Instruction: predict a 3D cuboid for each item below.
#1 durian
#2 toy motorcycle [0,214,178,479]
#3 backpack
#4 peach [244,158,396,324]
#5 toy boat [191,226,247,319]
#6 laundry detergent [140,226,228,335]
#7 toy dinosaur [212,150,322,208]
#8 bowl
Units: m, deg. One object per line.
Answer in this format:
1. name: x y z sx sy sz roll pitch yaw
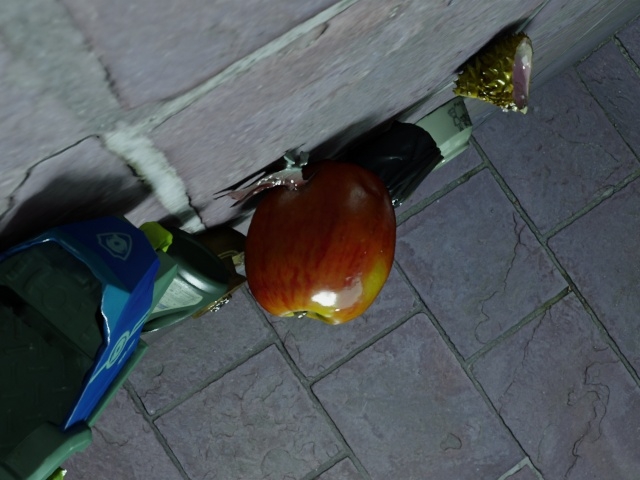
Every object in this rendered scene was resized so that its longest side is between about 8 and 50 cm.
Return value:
1. durian: 0.313 -0.272 1.116 0.182 0.132 0.165 -28 167 -33
2. toy motorcycle: -0.242 0.086 0.538 0.326 0.191 0.200 -49 180 -22
3. backpack: 0.102 -0.132 1.255 0.206 0.133 0.258 -42 -173 -19
4. peach: 0.000 0.000 1.074 0.238 0.281 0.281 14 158 -18
5. toy boat: -0.185 0.054 1.065 0.089 0.121 0.321 -42 174 24
6. laundry detergent: -0.239 0.078 0.865 0.222 0.078 0.144 -33 137 17
7. toy dinosaur: -0.066 -0.086 0.920 0.108 0.032 0.220 -31 171 41
8. bowl: 0.277 -0.238 1.552 0.211 0.112 0.211 -35 176 -3
